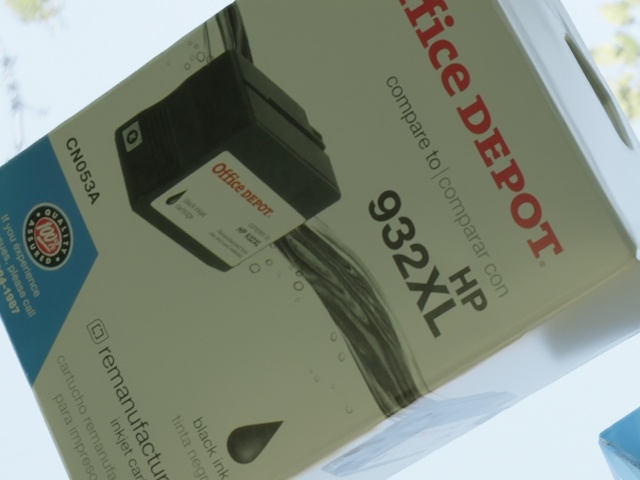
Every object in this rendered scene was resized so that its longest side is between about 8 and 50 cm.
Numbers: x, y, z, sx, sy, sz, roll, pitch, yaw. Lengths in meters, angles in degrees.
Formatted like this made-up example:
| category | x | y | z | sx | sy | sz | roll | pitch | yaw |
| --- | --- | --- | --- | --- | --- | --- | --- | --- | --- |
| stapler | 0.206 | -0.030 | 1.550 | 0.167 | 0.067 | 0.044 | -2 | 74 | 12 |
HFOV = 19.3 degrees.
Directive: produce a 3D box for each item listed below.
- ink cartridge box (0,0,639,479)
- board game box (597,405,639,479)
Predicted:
| category | x | y | z | sx | sy | sz | roll | pitch | yaw |
| --- | --- | --- | --- | --- | --- | --- | --- | --- | --- |
| ink cartridge box | 0.000 | 0.000 | 0.945 | 0.307 | 0.129 | 0.223 | -33 | -110 | 19 |
| board game box | 0.297 | 0.241 | 0.927 | 0.086 | 0.302 | 0.308 | -32 | -66 | -12 |
